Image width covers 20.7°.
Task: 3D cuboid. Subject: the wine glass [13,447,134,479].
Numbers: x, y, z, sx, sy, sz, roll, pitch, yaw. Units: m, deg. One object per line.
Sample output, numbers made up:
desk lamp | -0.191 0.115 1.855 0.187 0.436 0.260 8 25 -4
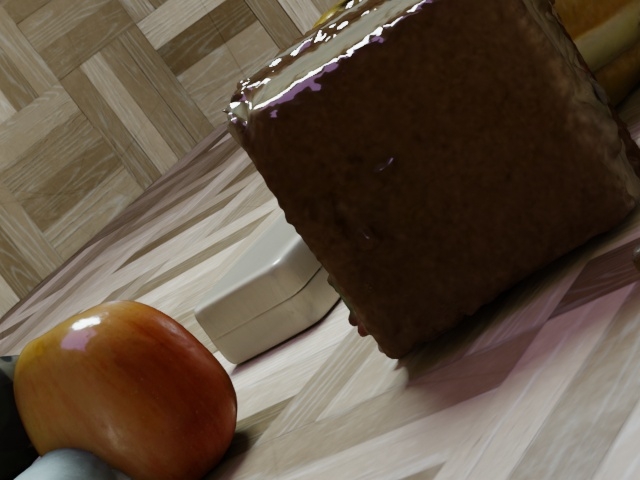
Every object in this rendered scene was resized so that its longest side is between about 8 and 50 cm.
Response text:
wine glass | -0.223 0.248 1.354 0.111 0.111 0.204 -31 11 30

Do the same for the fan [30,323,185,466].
fan | -0.210 0.174 1.783 0.130 0.074 0.244 -27 14 44

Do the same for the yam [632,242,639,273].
yam | 0.259 -0.010 1.100 0.145 0.032 0.032 -29 12 43

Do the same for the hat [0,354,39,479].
hat | -0.406 0.286 1.857 0.366 0.257 0.382 164 119 -69

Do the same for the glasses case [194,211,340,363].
glasses case | 0.000 0.000 1.857 0.144 0.076 0.336 -30 11 38

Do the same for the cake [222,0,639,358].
cake | 0.103 -0.089 1.404 0.282 0.256 0.290 -33 14 11

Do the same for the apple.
apple | -0.169 0.136 1.494 0.199 0.199 0.199 -36 9 7

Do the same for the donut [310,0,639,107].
donut | 0.157 -0.191 1.752 0.449 0.198 0.449 -24 16 7
